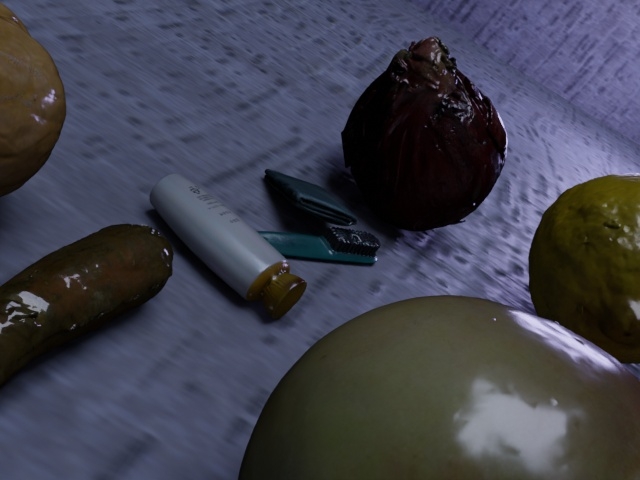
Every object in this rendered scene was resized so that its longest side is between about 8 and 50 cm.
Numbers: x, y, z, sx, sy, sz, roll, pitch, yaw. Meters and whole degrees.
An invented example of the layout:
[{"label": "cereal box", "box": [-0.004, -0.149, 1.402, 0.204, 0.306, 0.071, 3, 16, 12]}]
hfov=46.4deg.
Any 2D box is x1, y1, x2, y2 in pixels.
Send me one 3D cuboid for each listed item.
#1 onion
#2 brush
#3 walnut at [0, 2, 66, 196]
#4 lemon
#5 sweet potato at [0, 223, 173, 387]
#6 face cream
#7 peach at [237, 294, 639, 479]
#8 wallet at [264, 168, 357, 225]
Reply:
[{"label": "onion", "box": [0.140, -0.146, 1.054, 0.221, 0.281, 0.281, -12, 31, 5]}, {"label": "brush", "box": [0.000, 0.000, 0.862, 0.193, 0.032, 0.043, 8, 36, -42]}, {"label": "walnut", "box": [-0.304, -0.106, 0.554, 0.195, 0.195, 0.222, 46, 23, 25]}, {"label": "lemon", "box": [0.401, 0.037, 0.992, 0.245, 0.245, 0.320, 34, 33, 5]}, {"label": "sweet potato", "box": [-0.193, 0.049, 0.532, 0.075, 0.075, 0.273, 35, 29, 7]}, {"label": "face cream", "box": [-0.093, 0.003, 0.736, 0.182, 0.051, 0.072, 40, 26, 17]}, {"label": "peach", "box": [0.099, 0.165, 0.443, 0.292, 0.247, 0.292, 6, 41, -5]}, {"label": "wallet", "box": [-0.014, -0.051, 0.917, 0.088, 0.026, 0.129, 18, 12, -27]}]
